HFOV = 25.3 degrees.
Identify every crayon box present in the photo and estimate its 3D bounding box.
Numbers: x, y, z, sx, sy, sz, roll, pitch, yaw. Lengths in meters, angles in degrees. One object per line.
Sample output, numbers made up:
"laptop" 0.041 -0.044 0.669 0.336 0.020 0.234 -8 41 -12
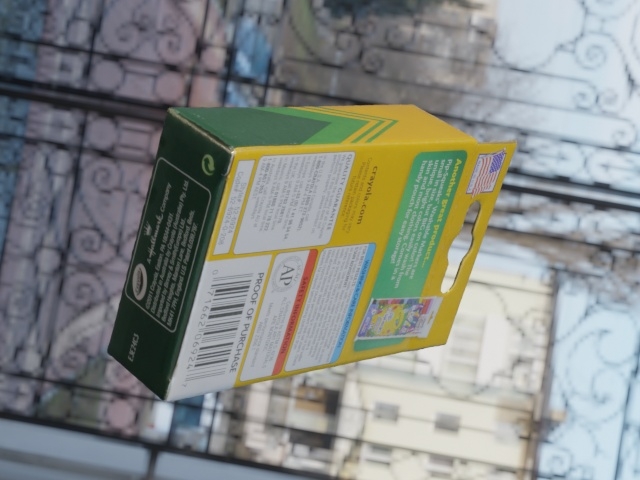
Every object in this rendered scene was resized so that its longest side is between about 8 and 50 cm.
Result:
"crayon box" 0.000 0.000 1.126 0.323 0.083 0.203 -6 120 -45
